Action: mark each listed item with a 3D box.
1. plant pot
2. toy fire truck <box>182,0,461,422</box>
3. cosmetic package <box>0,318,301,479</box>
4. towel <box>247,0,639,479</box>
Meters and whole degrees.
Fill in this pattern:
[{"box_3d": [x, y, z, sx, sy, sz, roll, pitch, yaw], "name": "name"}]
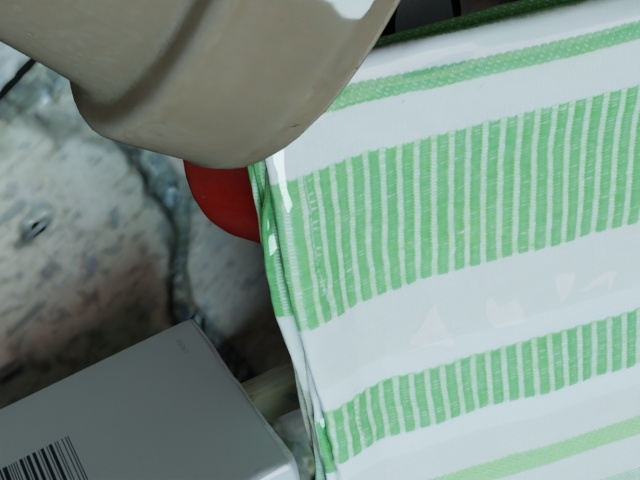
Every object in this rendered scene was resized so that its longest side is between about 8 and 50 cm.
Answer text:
[{"box_3d": [-0.103, -0.175, 0.436, 0.229, 0.263, 0.263, 14, 100, -25], "name": "plant pot"}, {"box_3d": [0.000, 0.000, 0.666, 0.217, 0.158, 0.246, 33, 76, -45], "name": "toy fire truck"}, {"box_3d": [-0.108, 0.199, 0.616, 0.224, 0.138, 0.225, -25, 124, -14], "name": "cosmetic package"}, {"box_3d": [0.101, 0.042, 0.605, 0.247, 0.038, 0.325, -16, 120, -8], "name": "towel"}]
